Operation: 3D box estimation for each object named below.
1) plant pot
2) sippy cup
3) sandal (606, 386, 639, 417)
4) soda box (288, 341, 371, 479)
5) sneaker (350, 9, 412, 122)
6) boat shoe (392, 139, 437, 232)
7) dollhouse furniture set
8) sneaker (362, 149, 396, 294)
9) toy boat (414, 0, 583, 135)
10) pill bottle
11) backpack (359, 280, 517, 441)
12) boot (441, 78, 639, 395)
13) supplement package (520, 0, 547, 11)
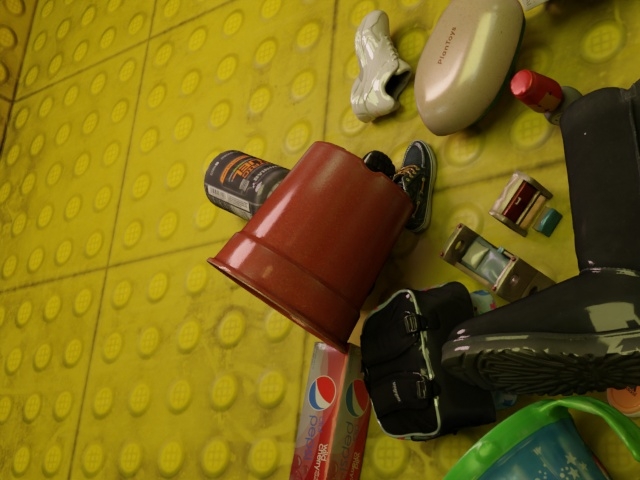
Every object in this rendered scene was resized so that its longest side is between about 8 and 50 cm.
[{"bbox_3d":[0.000,0.000,1.401,0.272,0.272,0.265,27,81,45],"label":"plant pot"},{"bbox_3d":[0.300,0.364,1.111,0.240,0.305,0.224,-28,55,-21],"label":"sippy cup"},{"bbox_3d":[0.476,0.126,1.154,0.265,0.076,0.102,-55,46,7],"label":"sandal"},{"bbox_3d":[0.023,0.309,1.457,0.083,0.092,0.263,-4,68,40],"label":"soda box"},{"bbox_3d":[0.131,-0.345,1.683,0.115,0.090,0.232,-4,77,33],"label":"sneaker"},{"bbox_3d":[0.160,-0.110,1.537,0.065,0.083,0.183,-15,61,36],"label":"boat shoe"},{"bbox_3d":[0.304,-0.006,1.330,0.129,0.129,0.183,36,96,44],"label":"dollhouse furniture set"},{"bbox_3d":[0.049,-0.035,1.591,0.124,0.107,0.283,2,72,48],"label":"sneaker"},{"bbox_3d":[0.300,-0.277,1.462,0.318,0.148,0.267,41,109,49],"label":"toy boat"},{"bbox_3d":[-0.118,-0.097,1.745,0.246,0.130,0.130,23,87,44],"label":"pill bottle"},{"bbox_3d":[0.164,0.186,1.298,0.253,0.191,0.225,141,121,-60],"label":"backpack"},{"bbox_3d":[0.359,-0.021,1.181,0.367,0.146,0.445,-4,57,20],"label":"boot"},{"bbox_3d":[0.397,-0.520,1.412,0.203,0.194,0.149,-25,12,31],"label":"supplement package"}]
